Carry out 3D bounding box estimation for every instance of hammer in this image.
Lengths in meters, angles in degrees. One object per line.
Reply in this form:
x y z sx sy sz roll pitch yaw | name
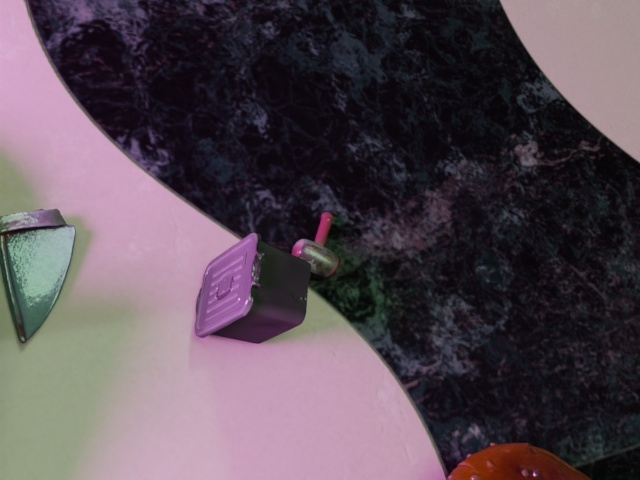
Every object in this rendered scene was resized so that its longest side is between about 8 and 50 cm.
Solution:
0.000 0.000 0.854 0.052 0.031 0.083 28 49 -12 | hammer

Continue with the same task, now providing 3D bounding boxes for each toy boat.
-0.270 0.034 0.724 0.096 0.034 0.122 -12 81 -27 | toy boat

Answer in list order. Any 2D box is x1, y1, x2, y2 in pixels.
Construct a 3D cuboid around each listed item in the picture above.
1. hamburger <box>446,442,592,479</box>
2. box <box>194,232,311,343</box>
0.196 0.323 0.694 0.243 0.146 0.286 -1 45 -14 | hamburger
-0.065 0.052 0.751 0.069 0.122 0.084 20 62 -28 | box
